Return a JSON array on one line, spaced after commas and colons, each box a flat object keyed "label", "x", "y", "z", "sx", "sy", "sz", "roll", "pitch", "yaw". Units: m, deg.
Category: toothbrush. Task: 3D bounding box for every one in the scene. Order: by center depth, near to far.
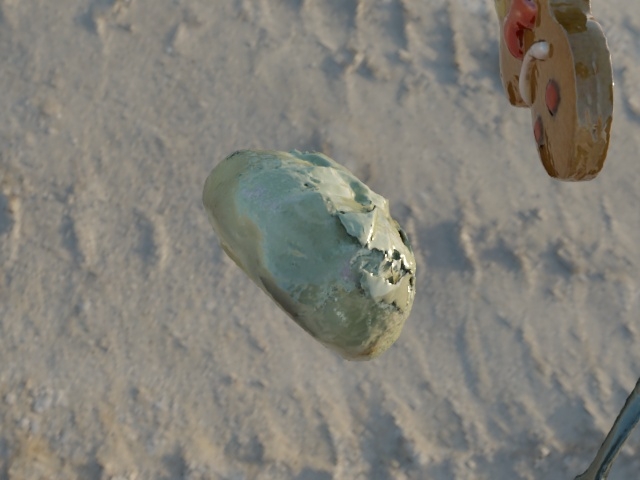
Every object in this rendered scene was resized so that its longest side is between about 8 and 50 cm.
[{"label": "toothbrush", "x": 0.264, "y": 0.093, "z": 1.005, "sx": 0.030, "sy": 0.297, "sz": 0.030, "roll": 32, "pitch": 15, "yaw": 27}]

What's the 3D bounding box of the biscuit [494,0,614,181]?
[{"label": "biscuit", "x": 0.119, "y": -0.145, "z": 0.736, "sx": 0.036, "sy": 0.165, "sz": 0.250, "roll": -3, "pitch": 62, "yaw": -6}]

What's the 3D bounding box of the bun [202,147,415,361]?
[{"label": "bun", "x": 0.000, "y": 0.000, "z": 1.213, "sx": 0.239, "sy": 0.141, "sz": 0.239, "roll": 42, "pitch": 3, "yaw": -2}]
